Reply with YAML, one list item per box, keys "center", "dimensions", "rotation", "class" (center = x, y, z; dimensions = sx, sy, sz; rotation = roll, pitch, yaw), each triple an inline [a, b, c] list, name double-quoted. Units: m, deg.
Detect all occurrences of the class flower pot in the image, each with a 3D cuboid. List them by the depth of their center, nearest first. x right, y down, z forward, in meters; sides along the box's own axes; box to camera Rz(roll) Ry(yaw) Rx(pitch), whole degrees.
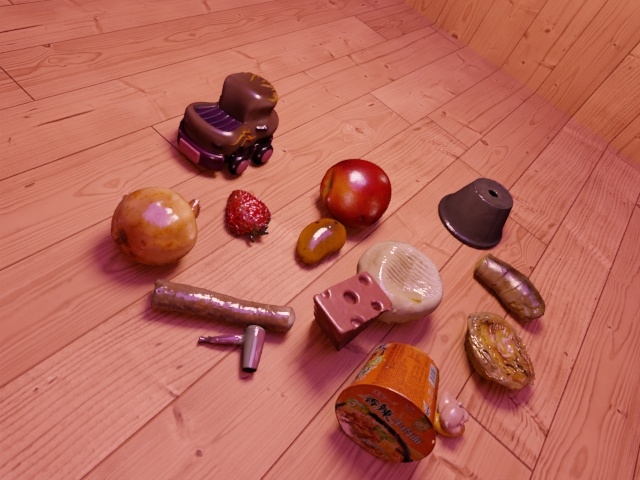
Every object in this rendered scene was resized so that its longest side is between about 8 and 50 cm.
- center: [0.583, -0.120, 1.640]
  dimensions: [0.269, 0.166, 0.268]
  rotation: [10, 50, -13]
  class: "flower pot"

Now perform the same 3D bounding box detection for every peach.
- center: [0.121, -0.149, 1.444]
  dimensions: [0.244, 0.199, 0.243]
  rotation: [13, 57, -21]
  class: "peach"

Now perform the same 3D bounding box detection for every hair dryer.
- center: [-0.216, 0.252, 1.084]
  dimensions: [0.154, 0.054, 0.106]
  rotation: [11, 53, -1]
  class: "hair dryer"

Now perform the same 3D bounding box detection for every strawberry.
- center: [-0.211, -0.088, 1.331]
  dimensions: [0.141, 0.085, 0.192]
  rotation: [13, 47, -10]
  class: "strawberry"

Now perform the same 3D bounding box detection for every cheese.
- center: [0.054, 0.200, 1.143]
  dimensions: [0.203, 0.177, 0.128]
  rotation: [-21, 63, -42]
  class: "cheese"

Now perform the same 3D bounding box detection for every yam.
- center: [-0.235, 0.165, 1.114]
  dimensions: [0.357, 0.081, 0.081]
  rotation: [12, 49, -10]
  class: "yam"

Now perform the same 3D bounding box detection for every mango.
- center: [-0.001, -0.003, 1.350]
  dimensions: [0.178, 0.090, 0.115]
  rotation: [-28, 75, -29]
  class: "mango"

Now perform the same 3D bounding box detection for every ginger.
- center: [0.622, 0.150, 1.478]
  dimensions: [0.263, 0.116, 0.109]
  rotation: [45, 9, 22]
  class: "ginger"

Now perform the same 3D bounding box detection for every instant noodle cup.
- center: [0.171, 0.360, 1.047]
  dimensions: [0.230, 0.230, 0.182]
  rotation: [33, 38, 6]
  class: "instant noodle cup"

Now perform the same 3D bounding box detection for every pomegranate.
- center: [-0.414, -0.035, 1.135]
  dimensions: [0.207, 0.207, 0.207]
  rotation: [12, 49, -14]
  class: "pomegranate"

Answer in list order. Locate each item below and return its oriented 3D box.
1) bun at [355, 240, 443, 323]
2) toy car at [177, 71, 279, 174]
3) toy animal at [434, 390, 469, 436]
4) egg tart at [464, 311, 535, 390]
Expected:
- center: [0.208, 0.124, 1.285]
  dimensions: [0.259, 0.160, 0.259]
  rotation: [12, 58, -20]
  class: "bun"
- center: [-0.281, -0.387, 1.439]
  dimensions: [0.271, 0.240, 0.341]
  rotation: [39, 45, 13]
  class: "toy car"
- center: [0.339, 0.439, 1.133]
  dimensions: [0.091, 0.082, 0.114]
  rotation: [38, 48, 8]
  class: "toy animal"
- center: [0.498, 0.319, 1.294]
  dimensions: [0.232, 0.098, 0.252]
  rotation: [-25, 69, -43]
  class: "egg tart"
